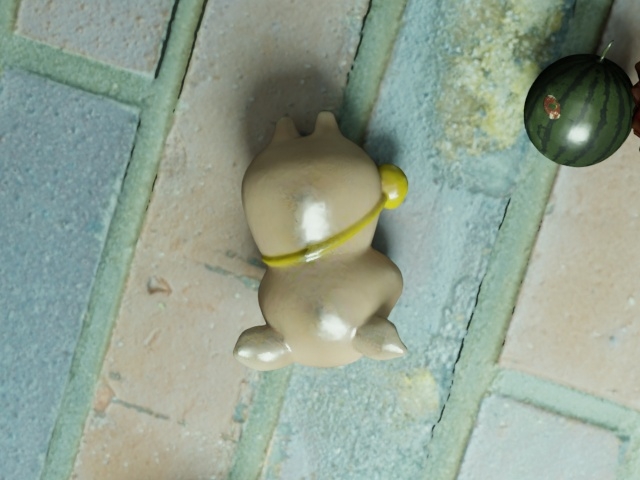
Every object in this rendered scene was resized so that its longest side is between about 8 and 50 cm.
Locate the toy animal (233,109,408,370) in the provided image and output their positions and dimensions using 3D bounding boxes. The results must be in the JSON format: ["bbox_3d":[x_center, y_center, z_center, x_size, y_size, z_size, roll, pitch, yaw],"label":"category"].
[{"bbox_3d":[0.002,0.000,1.801,0.165,0.149,0.248,-10,85,25],"label":"toy animal"}]

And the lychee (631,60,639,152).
[{"bbox_3d":[0.427,-0.117,1.647,0.330,0.306,0.306,-44,90,-16],"label":"lychee"}]

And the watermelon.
[{"bbox_3d":[0.251,-0.134,1.753,0.105,0.105,0.133,26,119,4],"label":"watermelon"}]
